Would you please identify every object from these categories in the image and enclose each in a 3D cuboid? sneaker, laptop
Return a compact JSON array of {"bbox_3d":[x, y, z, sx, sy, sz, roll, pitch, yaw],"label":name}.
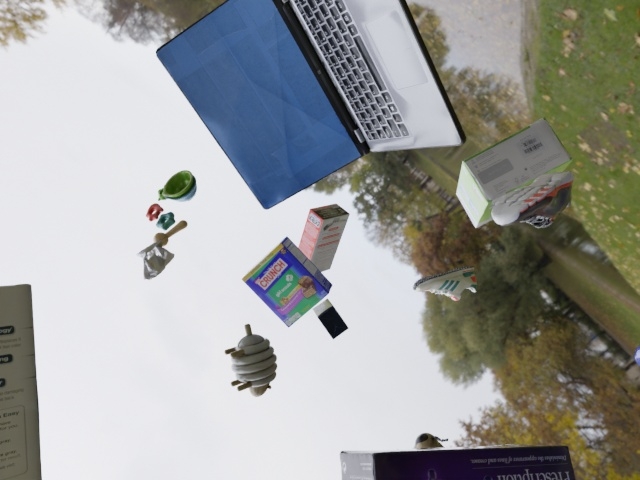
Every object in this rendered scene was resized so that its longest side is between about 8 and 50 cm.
[{"bbox_3d":[0.294,-0.042,0.620,0.061,0.157,0.065,6,118,59],"label":"sneaker"},{"bbox_3d":[0.307,0.115,1.126,0.057,0.161,0.076,150,105,-80],"label":"sneaker"},{"bbox_3d":[-0.035,-0.259,0.811,0.382,0.236,0.407,56,160,-24],"label":"laptop"}]

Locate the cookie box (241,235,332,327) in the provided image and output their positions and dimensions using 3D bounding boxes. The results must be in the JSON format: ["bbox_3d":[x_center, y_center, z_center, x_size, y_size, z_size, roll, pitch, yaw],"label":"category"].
[{"bbox_3d":[-0.051,0.064,0.719,0.107,0.092,0.040,47,-162,-5],"label":"cookie box"}]

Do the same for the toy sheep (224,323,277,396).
[{"bbox_3d":[-0.121,0.215,0.829,0.091,0.091,0.132,-29,-69,-74],"label":"toy sheep"}]

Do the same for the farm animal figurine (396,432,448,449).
[{"bbox_3d":[0.214,0.697,1.256,0.172,0.327,0.330,26,-124,2],"label":"farm animal figurine"}]

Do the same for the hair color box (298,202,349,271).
[{"bbox_3d":[0.000,0.000,1.113,0.093,0.167,0.053,-15,-135,-44],"label":"hair color box"}]

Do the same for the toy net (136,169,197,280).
[{"bbox_3d":[-0.317,-0.033,0.907,0.045,0.122,0.232,58,-143,-50],"label":"toy net"}]

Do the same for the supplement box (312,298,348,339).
[{"bbox_3d":[0.028,0.223,1.327,0.083,0.056,0.083,57,175,-13],"label":"supplement box"}]

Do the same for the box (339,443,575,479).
[{"bbox_3d":[0.162,0.329,0.514,0.261,0.103,0.185,6,-113,-19],"label":"box"}]

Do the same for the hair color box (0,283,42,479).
[{"bbox_3d":[-0.545,0.250,0.720,0.173,0.105,0.348,-1,-100,-41],"label":"hair color box"}]

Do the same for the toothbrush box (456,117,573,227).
[{"bbox_3d":[0.464,-0.153,1.157,0.122,0.206,0.283,64,-172,16],"label":"toothbrush box"}]

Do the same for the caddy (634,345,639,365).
[{"bbox_3d":[0.443,0.105,0.372,0.341,0.179,0.241,19,167,-6],"label":"caddy"}]
